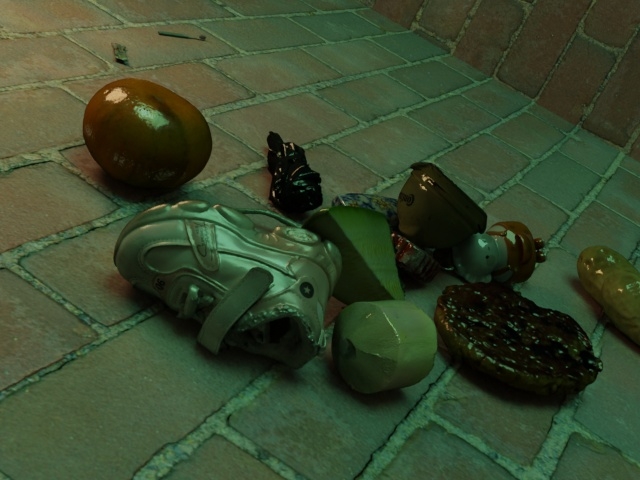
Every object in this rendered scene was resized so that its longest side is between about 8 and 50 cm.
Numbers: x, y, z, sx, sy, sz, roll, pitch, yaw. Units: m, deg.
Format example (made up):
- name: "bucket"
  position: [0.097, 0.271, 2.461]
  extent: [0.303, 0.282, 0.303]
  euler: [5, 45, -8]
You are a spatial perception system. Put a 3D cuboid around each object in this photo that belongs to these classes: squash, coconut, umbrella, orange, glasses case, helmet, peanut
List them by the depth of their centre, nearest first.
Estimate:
- name: "coconut"
  position: [0.092, 0.165, 1.441]
  extent: [0.152, 0.147, 0.147]
  euler: [0, 36, -40]
- name: "squash"
  position: [0.041, 0.050, 1.536]
  extent: [0.111, 0.203, 0.288]
  euler: [-13, -3, 22]
- name: "orange"
  position: [-0.319, -0.189, 1.687]
  extent: [0.240, 0.171, 0.240]
  euler: [25, 23, -12]
- name: "helmet"
  position: [0.226, -0.051, 1.879]
  extent: [0.204, 0.137, 0.257]
  euler: [44, 1, 5]
- name: "umbrella"
  position: [-0.073, -0.158, 1.964]
  extent: [0.118, 0.118, 0.340]
  euler: [15, 22, -22]
- name: "glasses case"
  position: [0.137, -0.055, 1.986]
  extent: [0.248, 0.065, 0.087]
  euler: [9, 30, -34]
- name: "peanut"
  position: [0.697, 0.120, 2.103]
  extent: [0.147, 0.148, 0.319]
  euler: [10, 33, -32]

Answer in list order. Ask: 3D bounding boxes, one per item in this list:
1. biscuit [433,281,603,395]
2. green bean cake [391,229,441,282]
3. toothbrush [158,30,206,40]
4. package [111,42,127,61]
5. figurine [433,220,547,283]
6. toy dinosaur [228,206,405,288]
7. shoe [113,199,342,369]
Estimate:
- name: "biscuit"
  position: [0.361, 0.189, 1.726]
  extent: [0.334, 0.081, 0.289]
  euler: [10, 30, -23]
- name: "green bean cake"
  position: [0.162, 0.025, 1.825]
  extent: [0.135, 0.056, 0.135]
  euler: [36, 0, 33]
- name: "toothbrush"
  position: [-0.377, -0.563, 2.522]
  extent: [0.167, 0.014, 0.011]
  euler: [-6, 49, -48]
- name: "package"
  position: [-0.482, -0.453, 2.212]
  extent: [0.037, 0.015, 0.110]
  euler: [10, 28, -21]
- name: "figurine"
  position: [0.366, 0.029, 1.997]
  extent: [0.271, 0.143, 0.143]
  euler: [-6, 33, -9]
- name: "toy dinosaur"
  position: [0.007, 0.002, 1.729]
  extent: [0.383, 0.076, 0.129]
  euler: [29, -4, -12]
- name: "shoe"
  position: [-0.138, 0.069, 1.377]
  extent: [0.350, 0.172, 0.198]
  euler: [8, 48, -8]
